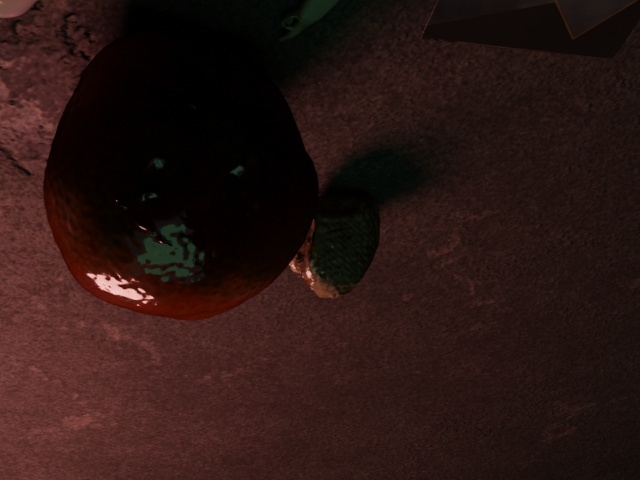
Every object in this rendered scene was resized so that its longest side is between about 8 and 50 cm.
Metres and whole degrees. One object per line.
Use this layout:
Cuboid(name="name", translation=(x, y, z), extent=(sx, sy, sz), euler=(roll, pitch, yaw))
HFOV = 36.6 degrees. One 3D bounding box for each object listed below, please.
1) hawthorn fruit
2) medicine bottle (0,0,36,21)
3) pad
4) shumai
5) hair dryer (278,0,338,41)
Cuboid(name="hawthorn fruit", translation=(-0.147, -0.060, 0.993), extent=(0.294, 0.295, 0.311), euler=(1, 179, -14))
Cuboid(name="medicine bottle", translation=(-0.247, -0.268, 0.818), extent=(0.095, 0.095, 0.260), euler=(23, 135, -37))
Cuboid(name="pad", translation=(0.243, -0.260, 1.020), extent=(0.242, 0.004, 0.164), euler=(3, 144, -16))
Cuboid(name="shumai", translation=(0.000, 0.004, 1.263), extent=(0.116, 0.146, 0.145), euler=(12, 165, 43))
Cuboid(name="hair dryer", translation=(-0.018, -0.269, 0.915), extent=(0.206, 0.075, 0.237), euler=(11, 149, -16))
